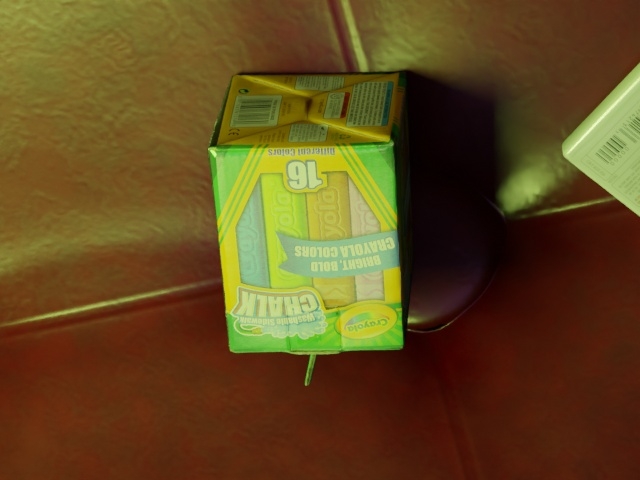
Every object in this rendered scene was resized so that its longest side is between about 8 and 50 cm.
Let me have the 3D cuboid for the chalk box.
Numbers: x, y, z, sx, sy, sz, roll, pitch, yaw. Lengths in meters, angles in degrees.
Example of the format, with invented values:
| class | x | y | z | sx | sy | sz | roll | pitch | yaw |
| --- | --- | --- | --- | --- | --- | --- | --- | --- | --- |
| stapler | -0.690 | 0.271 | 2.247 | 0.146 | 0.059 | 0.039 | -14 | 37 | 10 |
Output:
| class | x | y | z | sx | sy | sz | roll | pitch | yaw |
| --- | --- | --- | --- | --- | --- | --- | --- | --- | --- |
| chalk box | 0.000 | 0.000 | 1.278 | 0.132 | 0.132 | 0.213 | -2 | 119 | 6 |

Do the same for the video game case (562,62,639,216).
| class | x | y | z | sx | sy | sz | roll | pitch | yaw |
| --- | --- | --- | --- | --- | --- | --- | --- | --- | --- |
| video game case | 0.324 | -0.083 | 1.266 | 0.206 | 0.026 | 0.227 | 36 | 114 | -14 |
